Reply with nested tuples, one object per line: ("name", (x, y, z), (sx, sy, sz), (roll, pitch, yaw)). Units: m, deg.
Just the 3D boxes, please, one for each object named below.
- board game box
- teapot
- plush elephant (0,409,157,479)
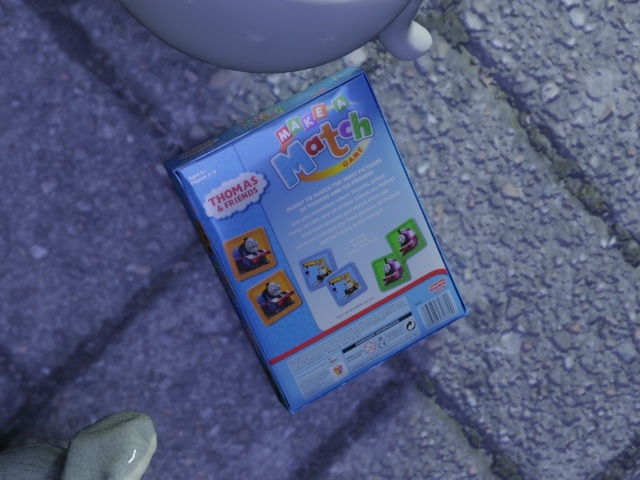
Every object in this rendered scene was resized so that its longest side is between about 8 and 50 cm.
("board game box", (0.000, 0.000, 1.208), (0.160, 0.039, 0.211), (-28, 111, -11))
("teapot", (-0.057, -0.209, 1.069), (0.252, 0.187, 0.256), (-30, 85, -30))
("plush elephant", (-0.191, 0.258, 1.112), (0.330, 0.272, 0.255), (45, 44, -54))
